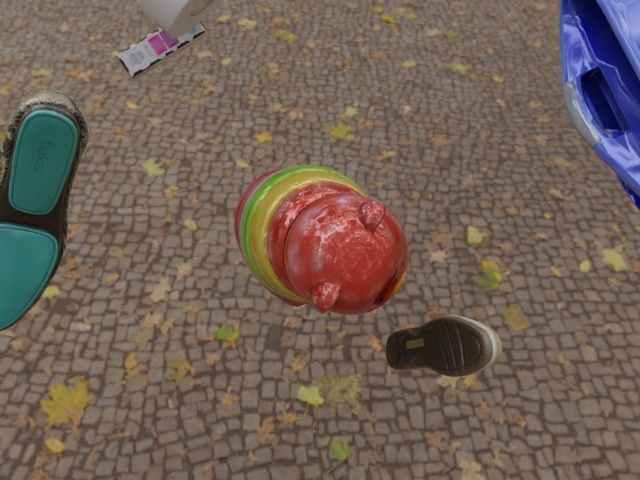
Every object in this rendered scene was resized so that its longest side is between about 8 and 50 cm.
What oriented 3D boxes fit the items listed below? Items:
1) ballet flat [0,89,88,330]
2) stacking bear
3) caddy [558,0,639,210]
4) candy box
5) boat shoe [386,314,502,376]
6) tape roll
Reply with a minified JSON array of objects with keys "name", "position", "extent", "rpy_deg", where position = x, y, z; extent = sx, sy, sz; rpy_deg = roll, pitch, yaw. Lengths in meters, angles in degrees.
[{"name":"ballet flat","position":[-0.559,-0.060,1.077],"extent":[0.163,0.483,0.182],"rpy_deg":[17,18,-29]},{"name":"stacking bear","position":[0.000,0.000,0.599],"extent":[0.164,0.289,0.175],"rpy_deg":[36,88,-16]},{"name":"caddy","position":[0.396,-0.183,0.688],"extent":[0.179,0.241,0.342],"rpy_deg":[-20,71,13]},{"name":"candy box","position":[-0.427,-0.520,1.516],"extent":[0.233,0.071,0.159],"rpy_deg":[-36,20,-7]},{"name":"boat shoe","position":[0.155,0.125,0.672],"extent":[0.072,0.190,0.068],"rpy_deg":[8,79,-24]},{"name":"tape roll","position":[-0.278,-0.596,1.276],"extent":[0.100,0.286,0.286],"rpy_deg":[43,46,-13]}]
